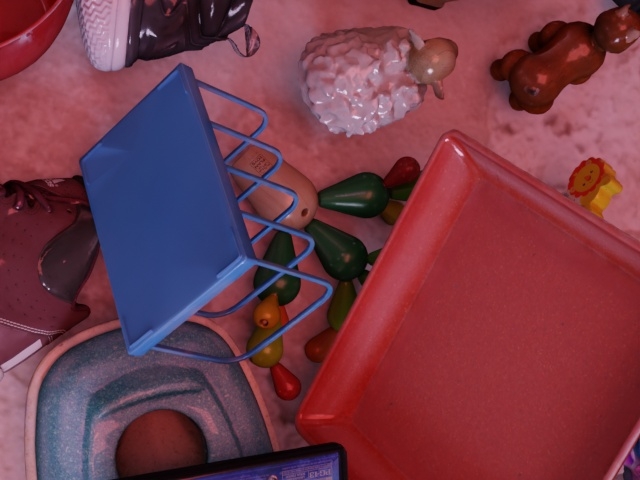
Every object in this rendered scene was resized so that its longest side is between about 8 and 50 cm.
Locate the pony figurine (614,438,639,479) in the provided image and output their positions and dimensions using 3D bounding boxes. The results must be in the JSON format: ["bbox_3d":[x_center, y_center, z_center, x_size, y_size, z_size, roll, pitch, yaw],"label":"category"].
[{"bbox_3d":[0.229,0.274,0.872,0.363,0.351,0.303,37,106,-27],"label":"pony figurine"}]

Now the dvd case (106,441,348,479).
[{"bbox_3d":[-0.061,0.276,0.837,0.180,0.022,0.252,-6,99,-22],"label":"dvd case"}]

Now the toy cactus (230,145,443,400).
[{"bbox_3d":[0.000,0.000,0.943,0.219,0.112,0.180,-45,94,-3],"label":"toy cactus"}]

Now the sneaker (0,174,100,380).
[{"bbox_3d":[-0.254,-0.042,0.863,0.163,0.106,0.281,-30,106,-26],"label":"sneaker"}]

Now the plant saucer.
[{"bbox_3d":[0.117,0.089,0.812,0.048,0.258,0.259,16,106,-41],"label":"plant saucer"}]

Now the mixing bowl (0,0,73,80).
[{"bbox_3d":[-0.246,-0.176,0.834,0.182,0.098,0.181,0,66,-1],"label":"mixing bowl"}]

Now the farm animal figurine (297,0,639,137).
[{"bbox_3d":[0.130,-0.259,0.928,0.327,0.172,0.330,-8,94,-17],"label":"farm animal figurine"}]

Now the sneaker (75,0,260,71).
[{"bbox_3d":[-0.106,-0.260,0.887,0.153,0.101,0.268,-2,97,-13],"label":"sneaker"}]

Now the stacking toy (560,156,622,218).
[{"bbox_3d":[0.228,0.063,1.022,0.167,0.052,0.221,34,88,-31],"label":"stacking toy"}]

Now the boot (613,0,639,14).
[{"bbox_3d":[0.399,-0.214,1.057,0.246,0.094,0.207,-43,100,-18],"label":"boot"}]

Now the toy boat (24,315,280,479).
[{"bbox_3d":[-0.172,0.205,0.860,0.318,0.148,0.267,-18,97,-17],"label":"toy boat"}]

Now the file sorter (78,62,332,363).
[{"bbox_3d":[-0.080,-0.013,0.854,0.104,0.118,0.170,19,41,-47],"label":"file sorter"}]
